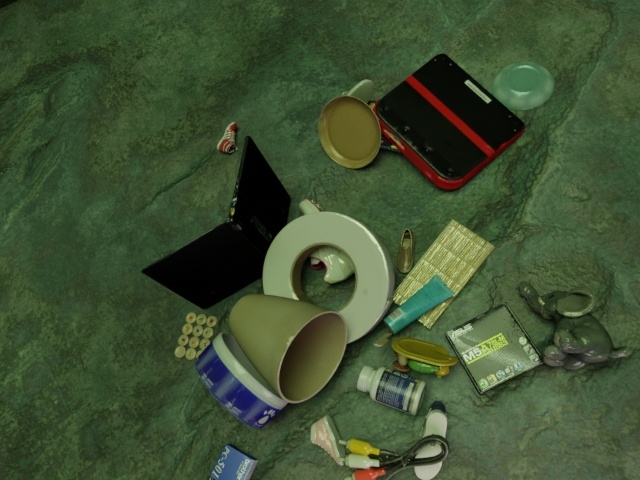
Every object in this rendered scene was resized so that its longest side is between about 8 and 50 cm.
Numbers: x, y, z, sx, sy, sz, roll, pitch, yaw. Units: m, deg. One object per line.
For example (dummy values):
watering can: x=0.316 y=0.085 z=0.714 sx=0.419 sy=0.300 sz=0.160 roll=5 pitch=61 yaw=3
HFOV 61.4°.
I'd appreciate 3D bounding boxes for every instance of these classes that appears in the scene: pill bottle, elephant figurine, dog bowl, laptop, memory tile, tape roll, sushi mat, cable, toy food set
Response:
pill bottle: x=0.189 y=0.394 z=1.441 sx=0.170 sy=0.094 sz=0.094 roll=16 pitch=73 yaw=20
elephant figurine: x=0.638 y=0.194 z=1.382 sx=0.186 sy=0.169 sz=0.239 roll=17 pitch=53 yaw=-9
dog bowl: x=-0.211 y=0.376 z=1.463 sx=0.104 sy=0.265 sz=0.265 roll=-46 pitch=64 yaw=-2
laptop: x=-0.279 y=-0.033 z=1.590 sx=0.237 sy=0.382 sz=0.407 roll=2 pitch=68 yaw=16
memory tile: x=-0.389 y=0.301 z=1.685 sx=0.113 sy=0.012 sz=0.147 roll=7 pitch=70 yaw=18
tape roll: x=0.020 y=0.110 z=1.548 sx=0.393 sy=0.072 sz=0.391 roll=-1 pitch=88 yaw=21
sushi mat: x=0.354 y=0.092 z=1.568 sx=0.151 sy=0.019 sz=0.316 roll=36 pitch=81 yaw=26
cable: x=0.182 y=0.561 z=1.346 sx=0.288 sy=0.072 sz=0.139 roll=-14 pitch=81 yaw=28
toy food set: x=0.256 y=0.321 z=1.459 sx=0.218 sy=0.128 sz=0.071 roll=13 pitch=104 yaw=18

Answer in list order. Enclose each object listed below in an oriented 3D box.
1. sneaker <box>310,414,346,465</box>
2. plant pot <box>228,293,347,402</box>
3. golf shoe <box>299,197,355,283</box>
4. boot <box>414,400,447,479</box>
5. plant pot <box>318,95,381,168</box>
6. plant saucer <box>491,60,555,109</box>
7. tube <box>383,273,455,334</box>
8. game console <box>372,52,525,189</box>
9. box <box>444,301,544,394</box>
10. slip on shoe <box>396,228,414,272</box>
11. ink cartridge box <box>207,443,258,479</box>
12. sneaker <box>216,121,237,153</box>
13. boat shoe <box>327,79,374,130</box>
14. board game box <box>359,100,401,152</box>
sneaker: x=0.018 y=0.547 z=1.451 sx=0.070 sy=0.051 sz=0.134 roll=-31 pitch=68 yaw=15
plant pot: x=-0.112 y=0.253 z=1.451 sx=0.274 sy=0.256 sz=0.256 roll=24 pitch=75 yaw=38
golf shoe: x=0.000 y=0.000 z=1.655 sx=0.140 sy=0.115 sz=0.306 roll=-37 pitch=62 yaw=2
boot: x=0.289 y=0.512 z=1.385 sx=0.069 sy=0.086 sz=0.189 roll=16 pitch=101 yaw=13
plant pot: x=0.098 y=-0.351 z=1.742 sx=0.237 sy=0.236 sz=0.032 roll=28 pitch=37 yaw=24
plant saucer: x=0.651 y=-0.509 z=1.733 sx=0.195 sy=0.037 sz=0.194 roll=-6 pitch=67 yaw=14
tube: x=0.273 y=0.182 z=1.516 sx=0.207 sy=0.052 sz=0.080 roll=-36 pitch=66 yaw=-7
game console: x=0.392 y=-0.378 z=1.700 sx=0.342 sy=0.060 sz=0.386 roll=-39 pitch=75 yaw=-12
box: x=0.462 y=0.287 z=1.441 sx=0.191 sy=0.045 sz=0.184 roll=-27 pitch=66 yaw=2
slip on shoe: x=0.255 y=0.030 z=1.607 sx=0.052 sy=0.041 sz=0.135 roll=8 pitch=69 yaw=21
ink cartridge box: x=-0.263 y=0.676 z=1.473 sx=0.097 sy=0.046 sz=0.207 roll=22 pitch=75 yaw=21
sneaker: x=-0.317 y=-0.365 z=1.933 sx=0.067 sy=0.042 sz=0.118 roll=25 pitch=84 yaw=27
boat shoe: x=0.086 y=-0.457 z=1.801 sx=0.227 sy=0.079 sz=0.081 roll=-47 pitch=46 yaw=29
board game box: x=0.212 y=-0.389 z=1.789 sx=0.194 sy=0.060 sz=0.194 roll=18 pitch=74 yaw=23
